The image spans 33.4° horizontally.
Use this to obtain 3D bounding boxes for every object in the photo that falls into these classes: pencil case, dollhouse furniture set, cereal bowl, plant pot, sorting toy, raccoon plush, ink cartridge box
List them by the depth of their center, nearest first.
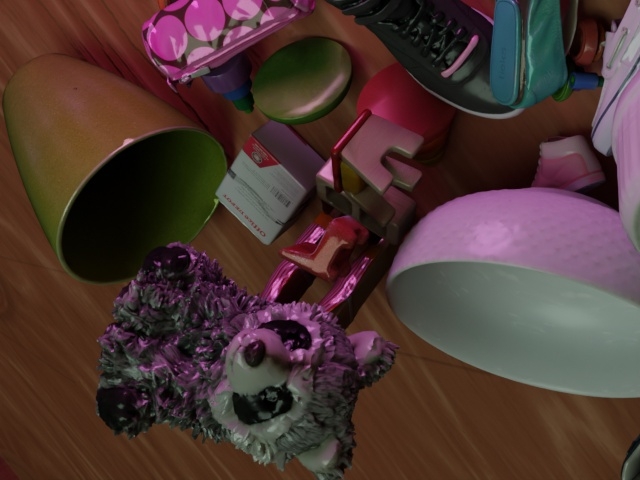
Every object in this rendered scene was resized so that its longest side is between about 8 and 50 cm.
[{"bbox_3d":[0.271,-0.178,1.087,0.042,0.061,0.102,2,147,-11],"label":"sorting toy"},{"bbox_3d":[0.251,0.043,1.165,0.338,0.141,0.339,17,156,8],"label":"cereal bowl"},{"bbox_3d":[-0.050,0.140,1.232,0.299,0.446,0.216,17,93,14],"label":"raccoon plush"},{"bbox_3d":[0.000,0.000,1.260,0.152,0.201,0.374,33,163,16],"label":"dollhouse furniture set"},{"bbox_3d":[-0.106,-0.261,1.265,0.209,0.098,0.095,-27,143,23],"label":"pencil case"},{"bbox_3d":[0.015,-0.159,1.313,0.365,0.127,0.126,17,155,31],"label":"sorting toy"},{"bbox_3d":[-0.066,-0.079,1.464,0.109,0.063,0.150,45,142,4],"label":"ink cartridge box"},{"bbox_3d":[-0.330,-0.133,1.537,0.293,0.274,0.275,45,144,28],"label":"plant pot"}]

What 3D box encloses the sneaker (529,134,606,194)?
[{"bbox_3d":[0.259,-0.076,1.181,0.134,0.051,0.070,-38,71,64],"label":"sneaker"}]

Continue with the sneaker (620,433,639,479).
[{"bbox_3d":[0.423,0.287,1.234,0.086,0.163,0.226,-5,119,43],"label":"sneaker"}]

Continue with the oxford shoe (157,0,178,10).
[{"bbox_3d":[-0.159,-0.340,1.313,0.271,0.098,0.097,82,176,-57],"label":"oxford shoe"}]

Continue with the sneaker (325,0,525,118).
[{"bbox_3d":[0.093,-0.229,1.110,0.296,0.147,0.104,44,110,7],"label":"sneaker"}]

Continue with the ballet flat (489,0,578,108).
[{"bbox_3d":[0.210,-0.253,1.044,0.083,0.087,0.247,39,141,54],"label":"ballet flat"}]

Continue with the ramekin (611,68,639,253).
[{"bbox_3d":[0.389,-0.052,0.937,0.272,0.127,0.273,13,146,9],"label":"ramekin"}]

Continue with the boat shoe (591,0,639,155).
[{"bbox_3d":[0.311,-0.188,1.024,0.076,0.083,0.226,44,131,24],"label":"boat shoe"}]
